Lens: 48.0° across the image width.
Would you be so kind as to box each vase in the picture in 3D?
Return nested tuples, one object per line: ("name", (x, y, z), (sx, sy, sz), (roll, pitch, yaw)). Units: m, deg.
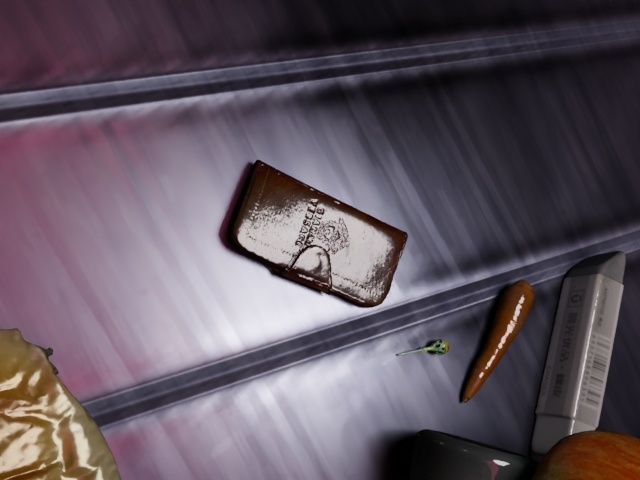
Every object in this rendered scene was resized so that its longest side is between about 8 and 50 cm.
("vase", (0.179, 0.430, 0.957), (0.173, 0.173, 0.321), (19, 79, -22))

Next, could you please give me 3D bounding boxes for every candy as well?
("candy", (0.151, 0.163, 1.060), (0.083, 0.025, 0.023), (-9, 98, -15))

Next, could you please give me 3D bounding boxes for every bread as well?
("bread", (-0.333, 0.287, 0.735), (0.236, 0.183, 0.388), (-17, 84, -43))

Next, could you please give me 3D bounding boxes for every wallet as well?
("wallet", (0.000, 0.000, 1.001), (0.255, 0.031, 0.137), (25, 72, -21))

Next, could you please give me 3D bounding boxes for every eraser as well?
("eraser", (0.414, 0.174, 1.145), (0.061, 0.089, 0.351), (22, 73, -19))

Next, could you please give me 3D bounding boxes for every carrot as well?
("carrot", (0.271, 0.157, 1.107), (0.048, 0.048, 0.216), (36, 74, -17))

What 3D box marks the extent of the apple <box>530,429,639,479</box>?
("apple", (0.382, 0.383, 0.879), (0.309, 0.250, 0.277), (0, 103, -52))
